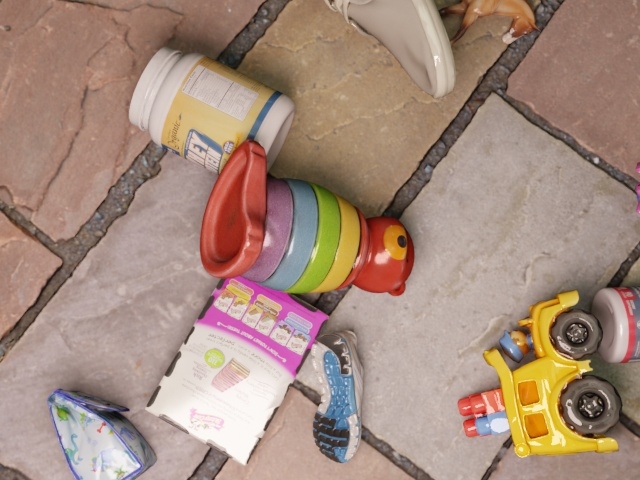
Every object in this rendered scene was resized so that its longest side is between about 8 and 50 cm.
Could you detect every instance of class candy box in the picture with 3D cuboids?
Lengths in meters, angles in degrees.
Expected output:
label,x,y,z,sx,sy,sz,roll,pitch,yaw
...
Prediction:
label,x,y,z,sx,sy,sz,roll,pitch,yaw
candy box,-0.113,0.170,1.192,0.159,0.071,0.233,30,79,2

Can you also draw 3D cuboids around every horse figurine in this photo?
label,x,y,z,sx,sy,sz,roll,pitch,yaw
horse figurine,0.204,-0.401,1.306,0.175,0.066,0.263,-27,85,-1

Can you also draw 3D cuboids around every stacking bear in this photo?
label,x,y,z,sx,sy,sz,roll,pitch,yaw
stacking bear,0.000,0.000,1.161,0.289,0.164,0.175,14,61,-26

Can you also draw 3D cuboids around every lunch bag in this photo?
label,x,y,z,sx,sy,sz,roll,pitch,yaw
lunch bag,-0.295,0.260,1.139,0.096,0.129,0.151,-40,83,-9

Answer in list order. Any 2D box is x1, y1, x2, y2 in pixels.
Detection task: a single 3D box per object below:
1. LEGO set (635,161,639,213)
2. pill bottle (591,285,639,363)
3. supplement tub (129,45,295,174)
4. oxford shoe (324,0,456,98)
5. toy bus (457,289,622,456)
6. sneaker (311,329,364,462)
label,x,y,z,sx,sy,sz,roll,pitch,yaw
LEGO set,0.539,-0.027,1.253,0.227,0.087,0.093,20,83,-6
pill bottle,0.487,0.115,1.212,0.180,0.108,0.107,-3,81,-4
supplement tub,-0.151,-0.175,1.210,0.200,0.144,0.144,26,80,2
oxford shoe,0.049,-0.379,1.246,0.130,0.169,0.449,-28,76,-10
toy bus,0.290,0.193,1.185,0.212,0.149,0.220,-12,79,11
sneaker,0.036,0.214,1.196,0.072,0.083,0.190,6,102,26
